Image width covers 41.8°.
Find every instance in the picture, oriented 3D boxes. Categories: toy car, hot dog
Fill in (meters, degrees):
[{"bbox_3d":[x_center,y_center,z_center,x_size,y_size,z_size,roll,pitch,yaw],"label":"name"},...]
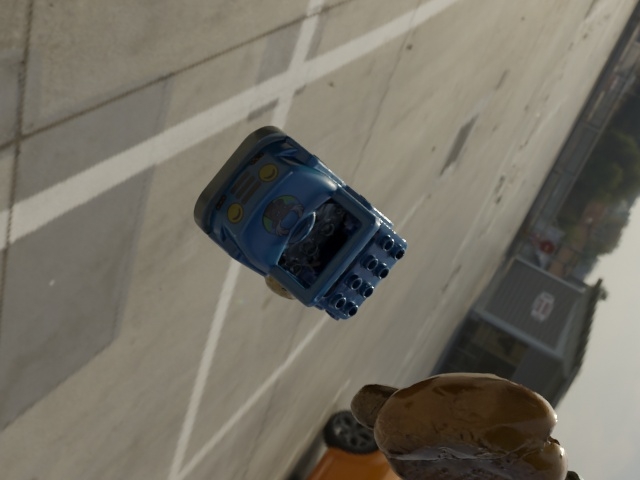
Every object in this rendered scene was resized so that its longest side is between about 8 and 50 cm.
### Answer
[{"bbox_3d":[0.000,0.000,0.654,0.097,0.100,0.191,-51,139,3],"label":"toy car"},{"bbox_3d":[0.083,0.121,0.526,0.089,0.140,0.060,55,38,-27],"label":"hot dog"}]

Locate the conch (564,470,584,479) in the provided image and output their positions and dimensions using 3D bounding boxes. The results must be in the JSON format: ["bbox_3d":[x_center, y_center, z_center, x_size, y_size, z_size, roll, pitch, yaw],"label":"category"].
[{"bbox_3d":[0.191,0.257,0.708,0.135,0.102,0.153,-37,-132,35],"label":"conch"}]

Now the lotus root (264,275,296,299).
[{"bbox_3d":[-0.026,0.018,0.795,0.150,0.062,0.073,-69,147,-84],"label":"lotus root"}]
